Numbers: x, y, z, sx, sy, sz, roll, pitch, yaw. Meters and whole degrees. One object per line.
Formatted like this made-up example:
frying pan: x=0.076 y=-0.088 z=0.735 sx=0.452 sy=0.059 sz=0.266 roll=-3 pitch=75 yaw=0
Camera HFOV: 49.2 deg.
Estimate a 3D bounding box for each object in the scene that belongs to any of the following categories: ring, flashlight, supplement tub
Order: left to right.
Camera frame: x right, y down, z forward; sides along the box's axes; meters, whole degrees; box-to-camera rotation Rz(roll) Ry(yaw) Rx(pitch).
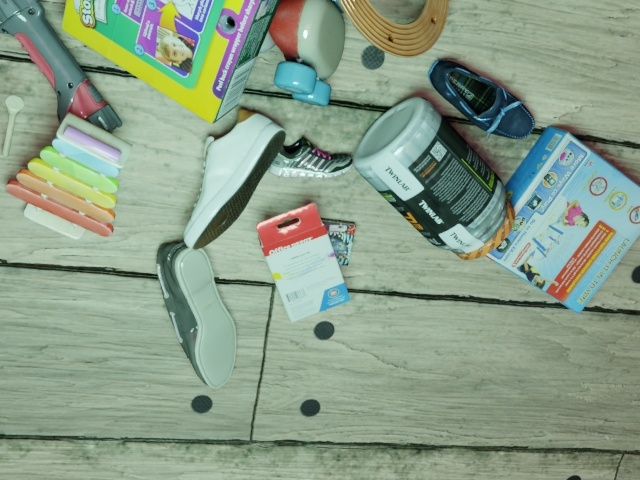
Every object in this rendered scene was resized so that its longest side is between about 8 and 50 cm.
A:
flashlight: x=-0.480 y=-0.305 z=1.232 sx=0.103 sy=0.103 sz=0.304 roll=-44 pitch=111 yaw=-25
ring: x=0.115 y=-0.485 z=1.225 sx=0.337 sy=0.032 sz=0.336 roll=5 pitch=83 yaw=-43
supplement tub: x=0.233 y=-0.114 z=1.390 sx=0.316 sy=0.193 sz=0.193 roll=42 pitch=97 yaw=-21

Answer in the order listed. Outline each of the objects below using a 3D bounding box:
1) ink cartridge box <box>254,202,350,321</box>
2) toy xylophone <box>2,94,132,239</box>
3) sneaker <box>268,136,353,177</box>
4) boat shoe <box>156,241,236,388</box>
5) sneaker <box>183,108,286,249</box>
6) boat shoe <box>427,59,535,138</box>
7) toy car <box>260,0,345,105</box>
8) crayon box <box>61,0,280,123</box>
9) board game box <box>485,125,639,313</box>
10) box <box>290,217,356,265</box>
ink cartridge box: x=-0.040 y=0.035 z=1.419 sx=0.134 sy=0.078 sz=0.231 roll=-20 pitch=113 yaw=-3
toy xylophone: x=-0.459 y=-0.124 z=1.236 sx=0.236 sy=0.081 sz=0.322 roll=22 pitch=146 yaw=-12
sneaker: x=-0.018 y=-0.168 z=1.388 sx=0.170 sy=0.063 sz=0.074 roll=-1 pitch=116 yaw=-6
boat shoe: x=-0.257 y=0.151 z=1.452 sx=0.112 sy=0.095 sz=0.335 roll=-31 pitch=122 yaw=-38
sneaker: x=-0.192 y=-0.121 z=1.352 sx=0.123 sy=0.106 sz=0.290 roll=35 pitch=91 yaw=15
boat shoe: x=0.329 y=-0.270 z=1.409 sx=0.258 sy=0.089 sz=0.109 roll=21 pitch=104 yaw=-18
toy car: x=-0.086 y=-0.384 z=1.261 sx=0.238 sy=0.210 sz=0.219 roll=15 pitch=94 yaw=14
crayon box: x=-0.224 y=-0.420 z=1.104 sx=0.313 sy=0.106 sz=0.363 roll=33 pitch=128 yaw=3
board game box: x=0.535 y=-0.040 z=1.535 sx=0.302 sy=0.086 sz=0.308 roll=30 pitch=101 yaw=-20
box: x=0.000 y=0.000 z=1.472 sx=0.137 sy=0.027 sz=0.094 roll=6 pitch=107 yaw=-13
